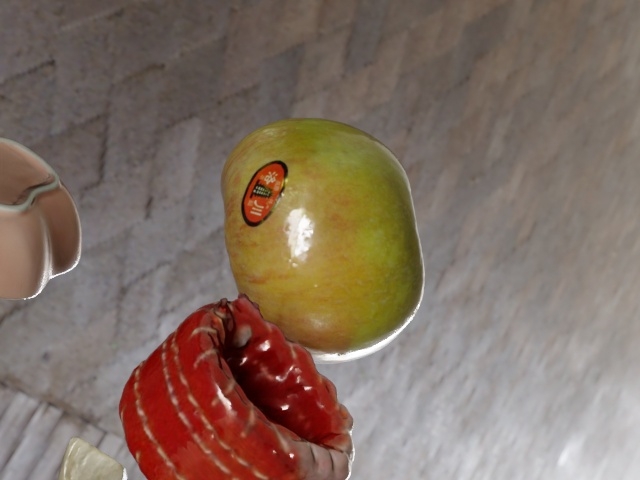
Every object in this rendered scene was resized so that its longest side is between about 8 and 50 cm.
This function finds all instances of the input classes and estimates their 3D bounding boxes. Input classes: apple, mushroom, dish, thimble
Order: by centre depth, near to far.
[{"bbox_3d":[-0.069,0.154,1.119,0.125,0.189,0.163,-44,172,22],"label":"thimble"},{"bbox_3d":[0.000,0.000,1.353,0.261,0.194,0.261,171,-90,-86],"label":"apple"},{"bbox_3d":[-0.343,-0.039,1.380,0.213,0.213,0.090,-28,149,-55],"label":"dish"},{"bbox_3d":[-0.327,0.387,1.837,0.108,0.096,0.247,-8,119,-64],"label":"mushroom"}]
